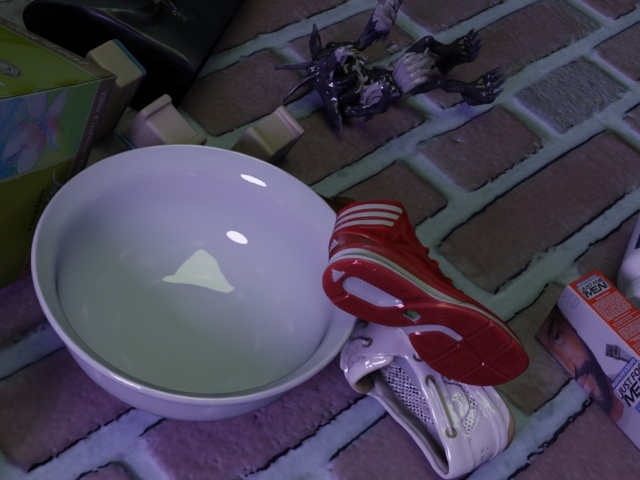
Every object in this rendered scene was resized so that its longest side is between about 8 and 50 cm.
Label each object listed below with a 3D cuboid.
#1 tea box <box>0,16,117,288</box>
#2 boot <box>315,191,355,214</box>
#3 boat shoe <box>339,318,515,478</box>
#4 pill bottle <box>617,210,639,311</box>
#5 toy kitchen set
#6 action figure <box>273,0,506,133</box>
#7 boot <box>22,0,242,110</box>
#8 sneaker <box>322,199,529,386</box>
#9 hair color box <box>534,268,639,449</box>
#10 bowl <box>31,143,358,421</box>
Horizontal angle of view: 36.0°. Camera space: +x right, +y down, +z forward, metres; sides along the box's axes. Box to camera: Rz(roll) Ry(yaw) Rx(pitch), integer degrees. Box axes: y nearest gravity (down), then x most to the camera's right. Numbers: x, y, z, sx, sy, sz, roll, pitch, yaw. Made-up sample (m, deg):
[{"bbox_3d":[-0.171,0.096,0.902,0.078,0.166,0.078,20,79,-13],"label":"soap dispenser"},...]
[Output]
[{"bbox_3d":[-0.411,-0.100,0.840,0.329,0.220,0.323,27,21,9],"label":"tea box"},{"bbox_3d":[0.000,0.000,1.077,0.106,0.037,0.114,1,53,-13],"label":"boot"},{"bbox_3d":[0.064,0.108,0.951,0.096,0.098,0.277,-25,61,-34],"label":"boat shoe"},{"bbox_3d":[0.397,0.032,1.111,0.112,0.112,0.186,28,47,9],"label":"pill bottle"},{"bbox_3d":[-0.155,-0.136,1.122,0.207,0.122,0.166,48,50,0],"label":"toy kitchen set"},{"bbox_3d":[0.087,-0.226,1.237,0.276,0.141,0.164,-5,62,-23],"label":"action figure"},{"bbox_3d":[-0.261,-0.380,1.284,0.367,0.146,0.445,19,51,3],"label":"boot"},{"bbox_3d":[0.102,0.035,0.895,0.221,0.087,0.128,35,38,-25],"label":"sneaker"},{"bbox_3d":[0.308,0.123,1.014,0.053,0.093,0.167,-21,57,-31],"label":"hair color box"},{"bbox_3d":[-0.117,0.058,0.918,0.298,0.134,0.298,8,47,-9],"label":"bowl"}]
